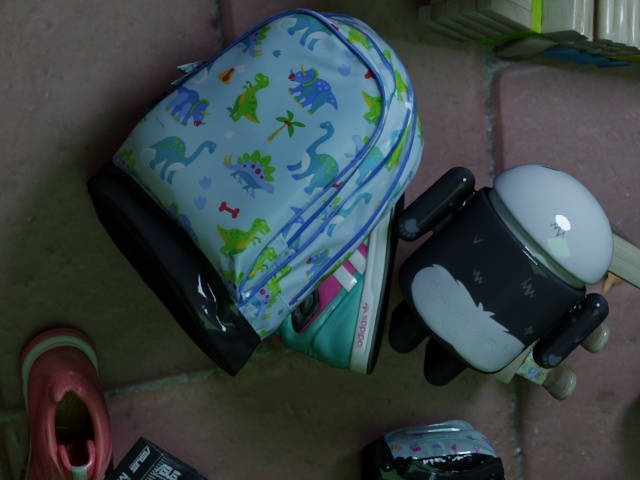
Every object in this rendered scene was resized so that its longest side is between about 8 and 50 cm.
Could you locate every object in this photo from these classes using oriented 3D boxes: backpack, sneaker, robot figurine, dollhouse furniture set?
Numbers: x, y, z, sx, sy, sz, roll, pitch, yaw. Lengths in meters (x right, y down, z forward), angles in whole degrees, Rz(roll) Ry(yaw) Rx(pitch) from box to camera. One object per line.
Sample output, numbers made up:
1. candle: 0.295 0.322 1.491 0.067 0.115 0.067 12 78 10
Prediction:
1. backpack: -0.051 -0.084 1.606 0.355 0.290 0.273 -33 152 -14
2. sneaker: 0.000 0.000 1.743 0.178 0.124 0.295 9 80 8
3. sneaker: -0.298 0.267 1.743 0.116 0.136 0.313 -10 114 -13
4. robot figurine: 0.201 0.038 1.676 0.278 0.173 0.209 -45 137 17
5. dollhouse furniture set: 0.278 0.074 1.829 0.212 0.161 0.242 27 101 -25
6. backpack: 0.146 0.303 1.908 0.182 0.115 0.152 -9 125 -15

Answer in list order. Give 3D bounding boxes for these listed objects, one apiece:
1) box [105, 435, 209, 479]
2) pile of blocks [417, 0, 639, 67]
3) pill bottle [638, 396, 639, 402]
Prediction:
1. box: -0.225 0.338 1.771 0.184 0.045 0.190 -49 154 -7
2. pile of blocks: 0.288 -0.279 1.726 0.362 0.149 0.112 8 80 -22
3. pill bottle: 0.532 0.185 1.983 0.193 0.108 0.108 -44 117 4
